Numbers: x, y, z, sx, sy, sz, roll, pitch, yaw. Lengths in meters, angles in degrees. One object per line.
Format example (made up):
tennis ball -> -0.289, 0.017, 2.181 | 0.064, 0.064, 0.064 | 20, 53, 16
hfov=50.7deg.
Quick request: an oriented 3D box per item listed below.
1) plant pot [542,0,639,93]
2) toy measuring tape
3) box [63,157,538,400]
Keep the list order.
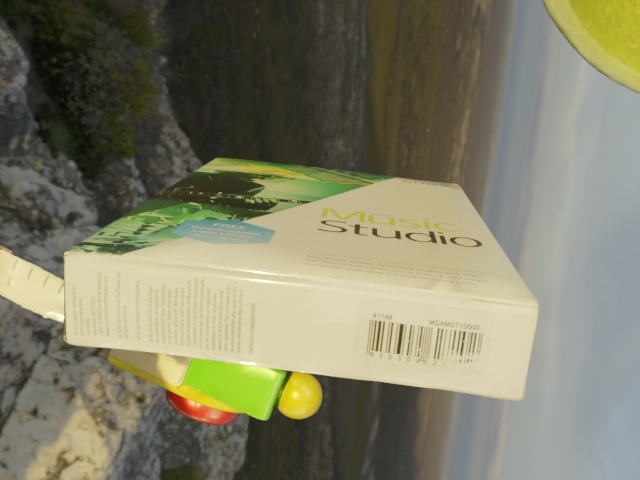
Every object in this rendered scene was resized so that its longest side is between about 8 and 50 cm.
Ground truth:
plant pot -> 0.232, -0.241, 0.300 | 0.276, 0.276, 0.254 | 73, 22, -57
toy measuring tape -> -0.148, 0.081, 0.623 | 0.121, 0.330, 0.121 | 22, 90, -80
box -> 0.000, 0.000, 0.476 | 0.322, 0.232, 0.059 | -73, 170, -76
